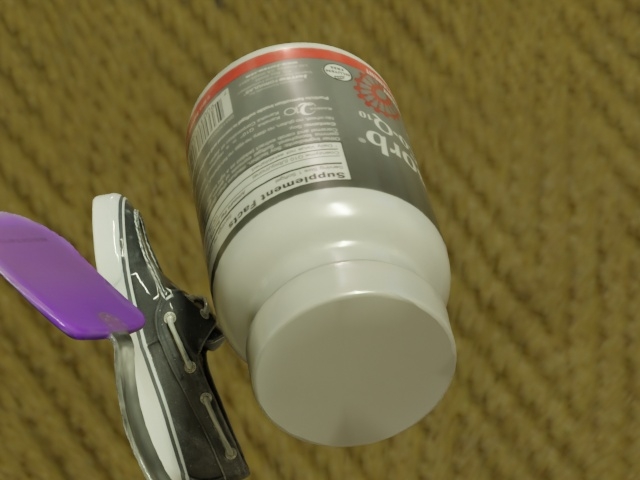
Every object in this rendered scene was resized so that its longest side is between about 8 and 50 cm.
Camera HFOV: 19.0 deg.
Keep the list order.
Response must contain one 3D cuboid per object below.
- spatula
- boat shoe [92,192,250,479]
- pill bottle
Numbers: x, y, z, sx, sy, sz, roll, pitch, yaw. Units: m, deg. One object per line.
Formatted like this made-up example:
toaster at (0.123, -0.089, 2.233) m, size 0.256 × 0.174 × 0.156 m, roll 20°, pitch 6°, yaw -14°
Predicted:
spatula at (-0.079, 0.100, 0.928) m, size 0.030 × 0.084 × 0.296 m, roll -37°, pitch 78°, yaw 21°
boat shoe at (-0.139, 0.092, 1.820) m, size 0.102 × 0.108 × 0.301 m, roll -17°, pitch 81°, yaw 3°
pill bottle at (0.000, 0.000, 1.702) m, size 0.210 × 0.210 × 0.363 m, roll -12°, pitch 39°, yaw -2°
